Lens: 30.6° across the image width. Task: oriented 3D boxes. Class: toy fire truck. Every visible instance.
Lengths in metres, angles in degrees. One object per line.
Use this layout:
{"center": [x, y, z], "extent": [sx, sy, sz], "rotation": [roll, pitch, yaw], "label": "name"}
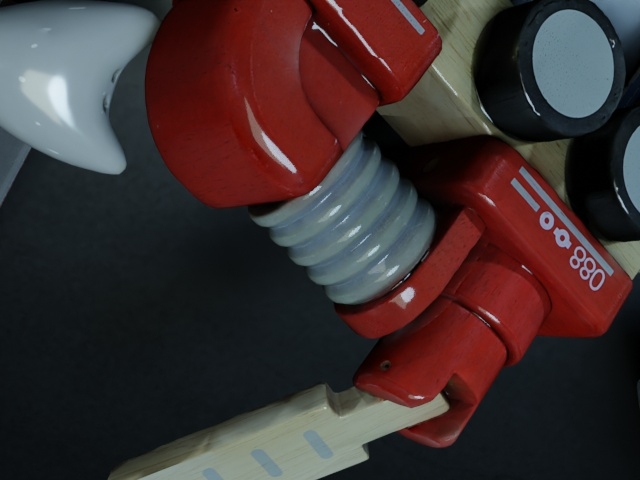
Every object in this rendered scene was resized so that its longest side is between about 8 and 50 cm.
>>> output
{"center": [0.000, 0.000, 0.480], "extent": [0.217, 0.246, 0.158], "rotation": [45, 157, -22], "label": "toy fire truck"}

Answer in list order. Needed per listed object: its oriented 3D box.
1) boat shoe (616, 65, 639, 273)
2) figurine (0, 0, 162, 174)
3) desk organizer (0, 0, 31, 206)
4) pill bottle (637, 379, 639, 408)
{"center": [0.173, -0.055, 0.532], "extent": [0.066, 0.066, 0.183], "rotation": [9, 120, -3], "label": "boat shoe"}
{"center": [-0.158, -0.138, 0.458], "extent": [0.209, 0.092, 0.215], "rotation": [9, 97, -10], "label": "figurine"}
{"center": [-0.163, -0.046, 0.560], "extent": [0.047, 0.050, 0.130], "rotation": [29, 117, -13], "label": "desk organizer"}
{"center": [0.307, 0.100, 0.563], "extent": [0.278, 0.162, 0.162], "rotation": [-13, 119, 10], "label": "pill bottle"}
